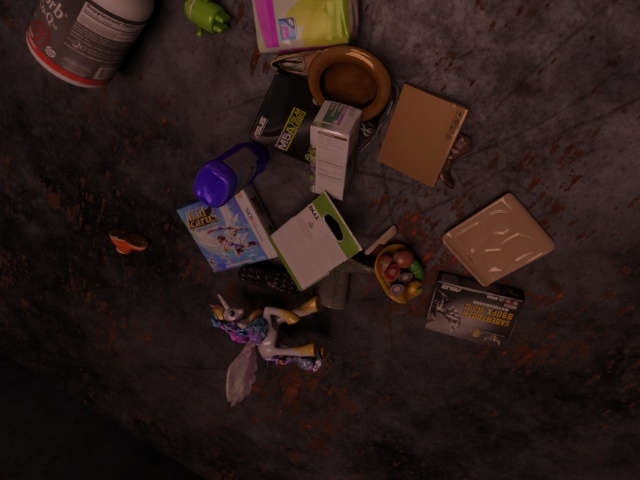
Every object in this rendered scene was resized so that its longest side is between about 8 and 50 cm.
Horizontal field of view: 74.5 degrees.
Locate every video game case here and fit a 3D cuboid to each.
[{"bbox_3d":[-0.283,-0.035,1.324,0.270,0.061,0.244,-15,112,27],"label":"video game case"}]

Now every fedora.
[{"bbox_3d":[0.070,-0.363,0.953,0.195,0.079,0.194,16,142,13],"label":"fedora"}]

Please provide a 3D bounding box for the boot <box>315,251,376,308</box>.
[{"bbox_3d":[0.079,0.127,1.277,0.190,0.076,0.208,22,118,24],"label":"boot"}]

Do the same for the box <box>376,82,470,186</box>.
[{"bbox_3d":[0.239,-0.250,1.010,0.165,0.021,0.201,31,127,19],"label":"box"}]

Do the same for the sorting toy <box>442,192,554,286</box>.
[{"bbox_3d":[0.456,0.001,1.092,0.193,0.038,0.208,46,119,-9],"label":"sorting toy"}]

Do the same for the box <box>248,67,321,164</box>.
[{"bbox_3d":[-0.062,-0.305,1.061,0.184,0.045,0.190,20,127,-21],"label":"box"}]

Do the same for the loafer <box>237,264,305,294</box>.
[{"bbox_3d":[-0.155,0.125,1.361,0.224,0.078,0.076,14,85,-7],"label":"loafer"}]

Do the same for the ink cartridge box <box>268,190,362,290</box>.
[{"bbox_3d":[0.000,0.000,1.176,0.255,0.097,0.188,-36,82,36],"label":"ink cartridge box"}]

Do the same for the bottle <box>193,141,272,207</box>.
[{"bbox_3d":[-0.209,-0.185,1.074,0.092,0.282,0.118,36,124,-2],"label":"bottle"}]

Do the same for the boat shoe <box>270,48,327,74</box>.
[{"bbox_3d":[-0.026,-0.419,0.999,0.190,0.072,0.068,0,117,19],"label":"boat shoe"}]

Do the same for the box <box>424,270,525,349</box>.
[{"bbox_3d":[0.431,0.198,1.199,0.231,0.056,0.182,14,122,13],"label":"box"}]

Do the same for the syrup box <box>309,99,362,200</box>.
[{"bbox_3d":[0.033,-0.213,1.029,0.097,0.093,0.236,18,150,10],"label":"syrup box"}]

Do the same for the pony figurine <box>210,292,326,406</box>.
[{"bbox_3d":[-0.173,0.334,1.378,0.364,0.303,0.350,-2,109,17],"label":"pony figurine"}]

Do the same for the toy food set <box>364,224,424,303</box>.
[{"bbox_3d":[0.223,0.082,1.164,0.128,0.071,0.217,-35,107,-7],"label":"toy food set"}]

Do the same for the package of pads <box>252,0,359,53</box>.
[{"bbox_3d":[-0.034,-0.566,0.894,0.230,0.101,0.296,3,117,19],"label":"package of pads"}]

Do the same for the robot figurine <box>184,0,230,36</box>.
[{"bbox_3d":[-0.278,-0.549,1.019,0.115,0.067,0.101,31,137,1],"label":"robot figurine"}]

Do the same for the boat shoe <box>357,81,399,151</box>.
[{"bbox_3d":[0.113,-0.292,1.026,0.075,0.065,0.206,37,125,-3],"label":"boat shoe"}]

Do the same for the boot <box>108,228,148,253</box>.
[{"bbox_3d":[-0.678,0.017,1.506,0.158,0.059,0.084,17,127,20],"label":"boot"}]

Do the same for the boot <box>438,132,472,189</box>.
[{"bbox_3d":[0.331,-0.193,1.023,0.106,0.037,0.114,45,121,-10],"label":"boot"}]

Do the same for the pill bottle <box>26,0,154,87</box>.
[{"bbox_3d":[-0.540,-0.568,1.020,0.363,0.210,0.210,-36,102,32],"label":"pill bottle"}]
